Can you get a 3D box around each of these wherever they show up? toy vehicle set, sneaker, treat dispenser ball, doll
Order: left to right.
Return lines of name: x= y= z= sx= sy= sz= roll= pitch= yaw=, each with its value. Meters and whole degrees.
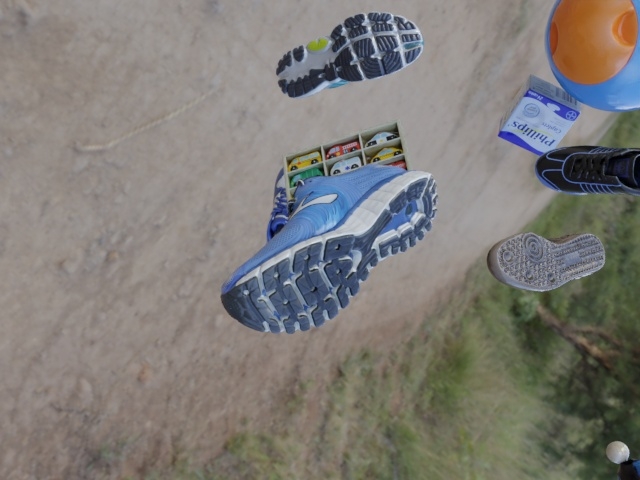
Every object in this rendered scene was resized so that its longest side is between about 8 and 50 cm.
sneaker: x=-0.069 y=-0.052 z=1.891 sx=0.131 sy=0.112 sz=0.296 roll=56 pitch=33 yaw=-70
sneaker: x=0.000 y=0.000 z=1.065 sx=0.330 sy=0.147 sz=0.130 roll=-33 pitch=130 yaw=-28
toy vehicle set: x=0.056 y=-0.145 z=1.691 sx=0.267 sy=0.166 sz=0.035 roll=-17 pitch=143 yaw=10
sneaker: x=0.053 y=-0.310 z=1.351 sx=0.275 sy=0.107 sz=0.110 roll=-7 pitch=-173 yaw=36
sneaker: x=0.242 y=0.030 z=0.915 sx=0.188 sy=0.066 sz=0.071 roll=-2 pitch=164 yaw=-37
sneaker: x=0.428 y=-0.108 z=1.209 sx=0.090 sy=0.232 sz=0.081 roll=18 pitch=81 yaw=-59
treat dispenser ball: x=0.574 y=-0.389 z=1.534 sx=0.288 sy=0.288 sz=0.288 roll=-46 pitch=167 yaw=-15
doll: x=0.554 y=0.428 z=1.384 sx=0.046 sy=0.189 sz=0.129 roll=-31 pitch=166 yaw=-21

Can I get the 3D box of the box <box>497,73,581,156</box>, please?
box: x=0.473 y=-0.267 z=1.756 sx=0.072 sy=0.126 sz=0.137 roll=-69 pitch=-175 yaw=-47
